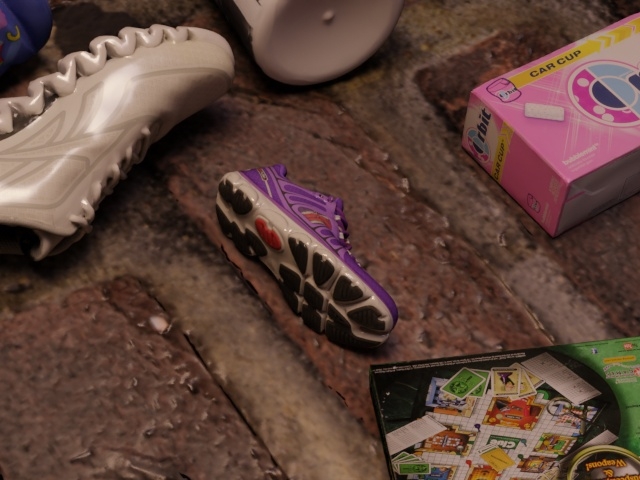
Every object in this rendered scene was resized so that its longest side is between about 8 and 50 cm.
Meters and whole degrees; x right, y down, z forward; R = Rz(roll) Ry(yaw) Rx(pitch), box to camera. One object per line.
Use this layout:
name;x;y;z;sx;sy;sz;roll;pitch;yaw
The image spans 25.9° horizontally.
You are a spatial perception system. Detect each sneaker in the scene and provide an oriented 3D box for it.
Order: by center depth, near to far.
sneaker;0.000;0.000;0.935;0.071;0.068;0.170;-24;55;-29
sneaker;-0.176;-0.054;0.953;0.292;0.110;0.118;-28;71;-22

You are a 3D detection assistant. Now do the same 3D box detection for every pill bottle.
pill bottle;-0.044;-0.245;1.093;0.130;0.130;0.245;-19;53;-19

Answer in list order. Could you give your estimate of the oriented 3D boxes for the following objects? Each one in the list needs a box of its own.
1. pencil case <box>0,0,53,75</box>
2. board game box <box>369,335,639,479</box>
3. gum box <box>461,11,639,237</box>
pencil case;-0.319;-0.118;0.967;0.119;0.133;0.306;47;58;-3
board game box;0.169;0.124;0.865;0.260;0.030;0.136;-5;48;-8
gum box;0.213;-0.093;1.028;0.188;0.062;0.107;-26;57;-23
